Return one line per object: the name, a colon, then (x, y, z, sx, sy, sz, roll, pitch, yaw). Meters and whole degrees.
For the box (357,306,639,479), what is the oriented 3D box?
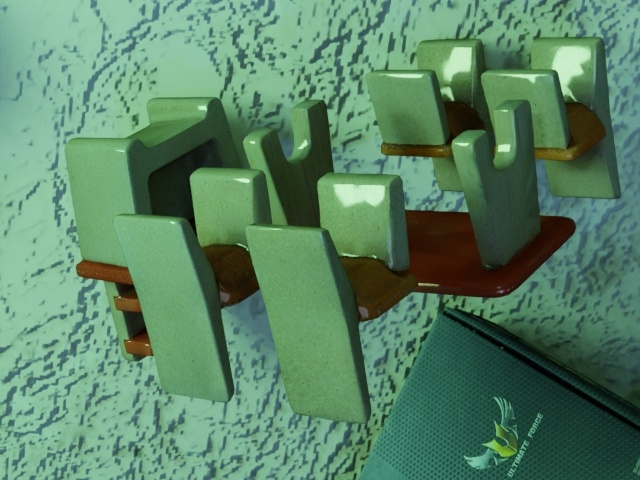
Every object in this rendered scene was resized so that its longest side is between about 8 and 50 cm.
box: (0.095, 0.178, 0.819, 0.059, 0.183, 0.233, 20, 98, -45)

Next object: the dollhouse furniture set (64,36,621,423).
dollhouse furniture set: (0.000, 0.000, 0.757, 0.259, 0.262, 0.135, 4, 116, 36)
